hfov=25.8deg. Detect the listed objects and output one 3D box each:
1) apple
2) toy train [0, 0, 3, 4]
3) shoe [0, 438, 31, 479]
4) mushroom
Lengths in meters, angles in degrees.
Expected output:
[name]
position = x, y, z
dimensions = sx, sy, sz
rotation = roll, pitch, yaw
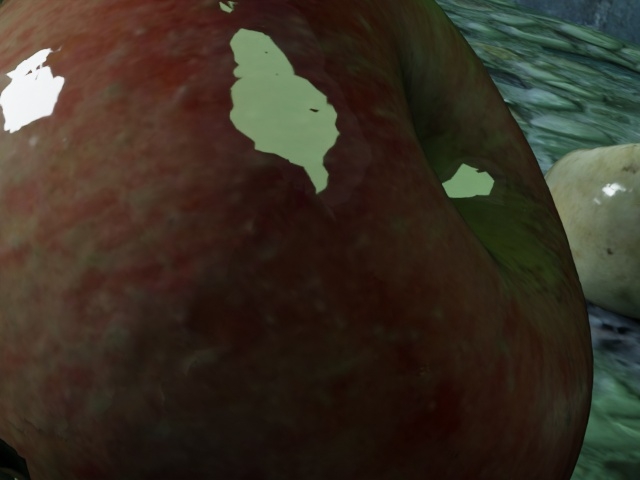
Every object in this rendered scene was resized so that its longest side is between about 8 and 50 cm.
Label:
[apple]
position = -0.040, 0.017, 0.642
dimensions = 0.345, 0.269, 0.345
rotation = 46, 28, -33
[toy train]
position = -0.167, -0.146, 0.798
dimensions = 0.272, 0.442, 0.179
rotation = -2, 57, -31
[shoe]
position = -0.169, 0.122, 0.502
dimensions = 0.291, 0.137, 0.114
rotation = 28, 22, 28
[mushroom]
position = 0.293, -0.015, 1.149
dimensions = 0.255, 0.184, 0.255
rotation = 4, 6, 0
